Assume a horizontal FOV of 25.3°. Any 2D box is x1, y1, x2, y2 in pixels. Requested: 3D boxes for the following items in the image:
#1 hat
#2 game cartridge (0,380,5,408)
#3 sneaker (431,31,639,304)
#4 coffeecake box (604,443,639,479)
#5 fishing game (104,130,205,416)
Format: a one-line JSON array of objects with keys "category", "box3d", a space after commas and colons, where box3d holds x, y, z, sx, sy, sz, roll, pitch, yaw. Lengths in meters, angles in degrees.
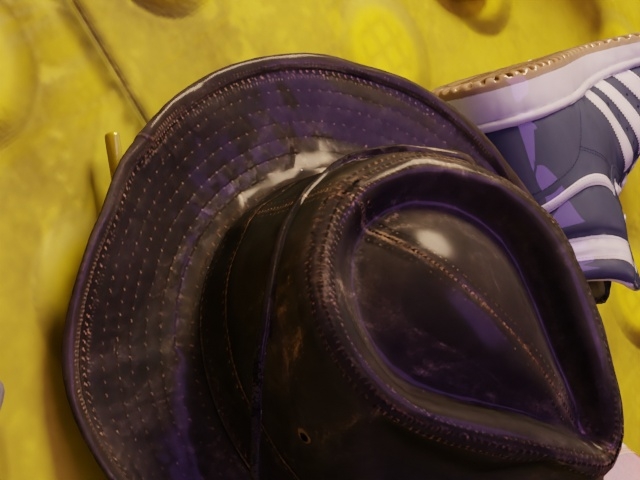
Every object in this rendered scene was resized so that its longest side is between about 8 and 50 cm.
[{"category": "hat", "box3d": [0.056, 0.051, 0.666, 0.331, 0.134, 0.331, 10, 71, -33]}, {"category": "game cartridge", "box3d": [-0.194, 0.150, 0.388, 0.230, 0.068, 0.355, 67, 30, -56]}, {"category": "sneaker", "box3d": [0.174, -0.048, 0.916, 0.282, 0.099, 0.153, -22, 98, -51]}, {"category": "coffeecake box", "box3d": [0.159, 0.198, 0.838, 0.185, 0.068, 0.142, 37, 54, -34]}, {"category": "fishing game", "box3d": [0.000, 0.000, 0.752, 0.264, 0.041, 0.189, 4, 77, -47]}]
